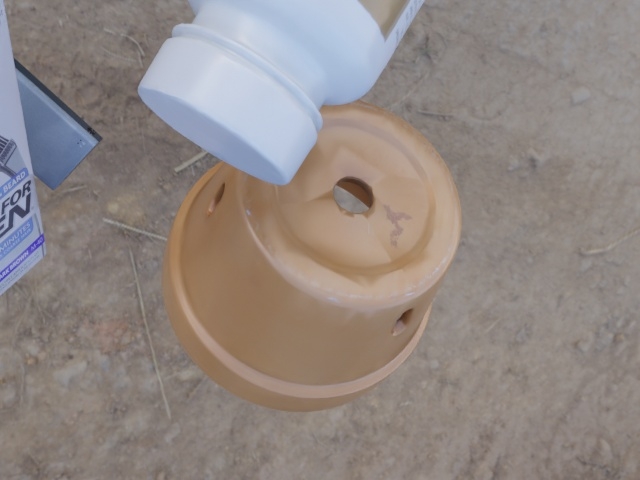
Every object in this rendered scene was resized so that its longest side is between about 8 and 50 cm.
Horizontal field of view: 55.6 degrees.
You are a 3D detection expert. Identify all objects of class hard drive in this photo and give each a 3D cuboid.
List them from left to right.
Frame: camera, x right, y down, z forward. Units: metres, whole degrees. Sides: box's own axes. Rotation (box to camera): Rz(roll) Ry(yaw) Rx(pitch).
[{"bbox_3d":[-0.331,-0.134,0.695,0.094,0.022,0.135,-38,109,25],"label":"hard drive"}]

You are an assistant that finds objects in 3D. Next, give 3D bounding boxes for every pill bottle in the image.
[{"bbox_3d":[-0.006,-0.156,0.369,0.131,0.131,0.229,37,81,-42],"label":"pill bottle"}]

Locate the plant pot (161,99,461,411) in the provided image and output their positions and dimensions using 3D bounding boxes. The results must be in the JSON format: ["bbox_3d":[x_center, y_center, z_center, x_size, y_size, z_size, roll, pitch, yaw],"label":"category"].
[{"bbox_3d":[0.000,0.000,0.588,0.291,0.291,0.203,-13,159,-23],"label":"plant pot"}]

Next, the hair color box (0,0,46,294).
[{"bbox_3d":[-0.359,-0.061,0.531,0.339,0.110,0.185,105,12,-45],"label":"hair color box"}]
